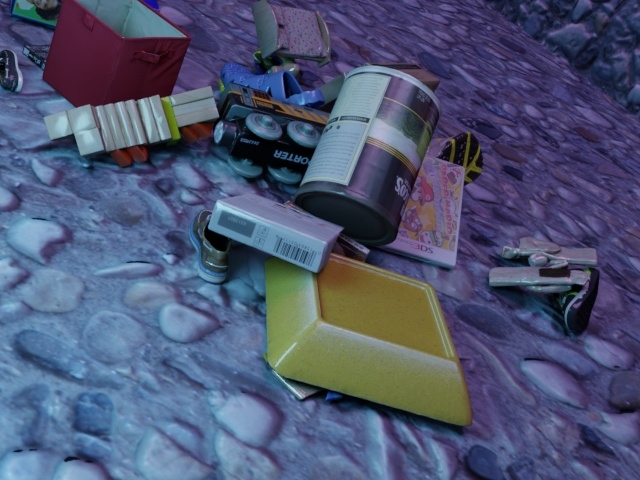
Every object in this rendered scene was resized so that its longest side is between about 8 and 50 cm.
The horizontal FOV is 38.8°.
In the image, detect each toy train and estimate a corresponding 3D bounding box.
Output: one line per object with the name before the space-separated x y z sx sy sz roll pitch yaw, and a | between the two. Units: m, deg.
toy train | -0.066 -0.212 1.854 0.334 0.142 0.190 10 39 -27

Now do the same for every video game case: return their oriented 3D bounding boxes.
video game case | 0.188 -0.074 1.827 0.206 0.026 0.227 16 66 -17

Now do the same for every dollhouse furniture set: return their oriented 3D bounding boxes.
dollhouse furniture set | 0.020 -0.490 2.192 0.303 0.174 0.355 -4 77 -44

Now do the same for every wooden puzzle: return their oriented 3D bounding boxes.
wooden puzzle | -0.028 0.201 1.337 0.078 0.014 0.116 -11 45 -42

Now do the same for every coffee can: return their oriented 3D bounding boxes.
coffee can | 0.090 -0.157 1.700 0.201 0.201 0.275 23 70 -4

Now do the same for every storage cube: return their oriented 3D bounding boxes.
storage cube | -0.405 -0.361 1.800 0.215 0.193 0.184 40 31 23

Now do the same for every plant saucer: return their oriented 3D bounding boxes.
plant saucer | 0.081 0.127 1.458 0.333 0.081 0.332 18 25 -14

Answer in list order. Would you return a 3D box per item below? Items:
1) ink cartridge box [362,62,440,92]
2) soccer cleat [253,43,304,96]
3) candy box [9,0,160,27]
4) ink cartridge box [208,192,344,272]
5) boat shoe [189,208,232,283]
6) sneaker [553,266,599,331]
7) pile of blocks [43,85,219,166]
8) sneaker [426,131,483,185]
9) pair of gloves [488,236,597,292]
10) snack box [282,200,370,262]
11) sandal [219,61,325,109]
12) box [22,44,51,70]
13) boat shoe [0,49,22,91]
ink cartridge box | 0.139 -0.282 2.054 0.088 0.234 0.193 42 32 27
soccer cleat | -0.122 -0.466 2.300 0.121 0.093 0.289 25 27 -31
candy box | -0.554 -0.581 2.132 0.317 0.122 0.268 11 30 -23
ink cartridge box | -0.065 -0.019 1.500 0.189 0.066 0.232 21 5 6
boat shoe | -0.174 -0.006 1.513 0.066 0.066 0.183 12 31 -24
sneaker | 0.509 0.118 1.865 0.097 0.084 0.235 8 21 23
pile of blocks | -0.342 -0.197 1.696 0.362 0.149 0.112 -17 92 -40
sneaker | 0.198 -0.129 1.985 0.385 0.145 0.147 -22 12 -42
pair of gloves | 0.463 0.045 1.881 0.204 0.042 0.240 6 21 21
snack box | 0.000 0.000 1.645 0.178 0.064 0.022 32 29 12
sandal | -0.098 -0.326 2.050 0.317 0.138 0.126 36 32 23
box | -0.566 -0.379 1.885 0.083 0.018 0.067 38 31 23
boat shoe | -0.605 -0.330 1.747 0.038 0.046 0.125 7 41 -39
